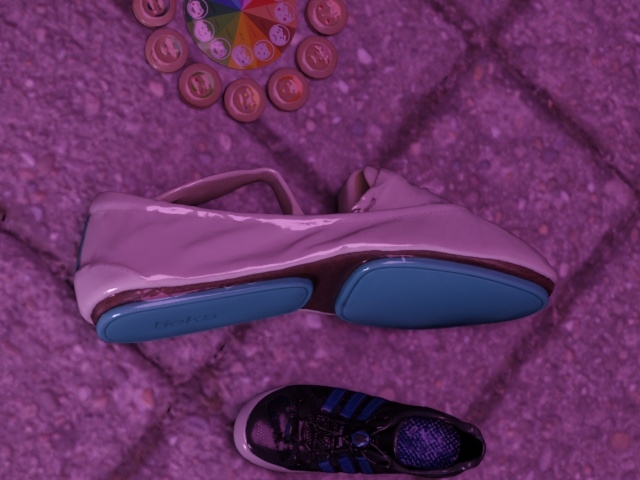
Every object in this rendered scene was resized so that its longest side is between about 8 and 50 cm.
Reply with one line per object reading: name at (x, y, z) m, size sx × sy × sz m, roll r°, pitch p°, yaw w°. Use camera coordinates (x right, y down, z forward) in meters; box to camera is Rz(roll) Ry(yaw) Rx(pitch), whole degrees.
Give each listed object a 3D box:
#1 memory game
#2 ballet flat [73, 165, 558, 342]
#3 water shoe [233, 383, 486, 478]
memory game at (-0.064, -0.188, 1.551) m, size 0.186 × 0.012 × 0.186 m, roll 3°, pitch 82°, yaw -20°
ballet flat at (0.000, 0.000, 1.500) m, size 0.400 × 0.139 × 0.139 m, roll -2°, pitch 84°, yaw -19°
water shoe at (0.034, 0.151, 1.508) m, size 0.203 × 0.080 × 0.073 m, roll 5°, pitch 81°, yaw -19°
